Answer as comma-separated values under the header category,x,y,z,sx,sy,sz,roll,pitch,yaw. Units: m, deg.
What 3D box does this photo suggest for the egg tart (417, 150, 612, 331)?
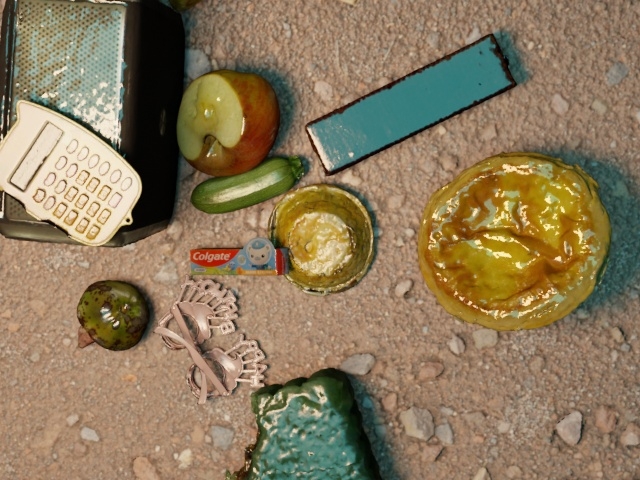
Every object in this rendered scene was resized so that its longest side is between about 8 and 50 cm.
category,x,y,z,sx,sy,sz,roll,pitch,yaw
egg tart,0.338,0.006,1.792,0.341,0.132,0.341,-4,79,21

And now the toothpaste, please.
category,x,y,z,sx,sy,sz,roll,pitch,yaw
toothpaste,-0.149,0.028,1.864,0.193,0.044,0.070,-1,94,31

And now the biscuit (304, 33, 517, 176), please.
category,x,y,z,sx,sy,sz,roll,pitch,yaw
biscuit,0.162,-0.243,1.842,0.388,0.073,0.107,-25,93,6

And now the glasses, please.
category,x,y,z,sx,sy,sz,roll,pitch,yaw
glasses,-0.206,0.186,1.898,0.162,0.095,0.255,-30,94,-2

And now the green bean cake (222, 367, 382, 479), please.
category,x,y,z,sx,sy,sz,roll,pitch,yaw
green bean cake,-0.051,0.412,1.865,0.300,0.169,0.308,-19,92,4

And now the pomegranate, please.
category,x,y,z,sx,sy,sz,roll,pitch,yaw
pomegranate,-0.396,0.151,1.893,0.163,0.125,0.138,-43,102,7

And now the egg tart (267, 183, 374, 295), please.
category,x,y,z,sx,sy,sz,roll,pitch,yaw
egg tart,-0.001,0.000,1.870,0.212,0.090,0.212,1,98,7

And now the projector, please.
category,x,y,z,sx,sy,sz,roll,pitch,yaw
projector,-0.382,-0.213,1.728,0.242,0.395,0.405,6,96,4

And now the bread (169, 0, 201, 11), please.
category,x,y,z,sx,sy,sz,roll,pitch,yaw
bread,-0.250,-0.516,1.840,0.132,0.103,0.172,-32,92,7

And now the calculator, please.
category,x,y,z,sx,sy,sz,roll,pitch,yaw
calculator,-0.378,-0.095,1.527,0.236,0.033,0.157,36,97,-4

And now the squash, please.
category,x,y,z,sx,sy,sz,roll,pitch,yaw
squash,-0.133,-0.100,1.878,0.219,0.077,0.068,-20,134,5

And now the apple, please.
category,x,y,z,sx,sy,sz,roll,pitch,yaw
apple,-0.158,-0.206,1.824,0.195,0.160,0.173,-19,63,39
